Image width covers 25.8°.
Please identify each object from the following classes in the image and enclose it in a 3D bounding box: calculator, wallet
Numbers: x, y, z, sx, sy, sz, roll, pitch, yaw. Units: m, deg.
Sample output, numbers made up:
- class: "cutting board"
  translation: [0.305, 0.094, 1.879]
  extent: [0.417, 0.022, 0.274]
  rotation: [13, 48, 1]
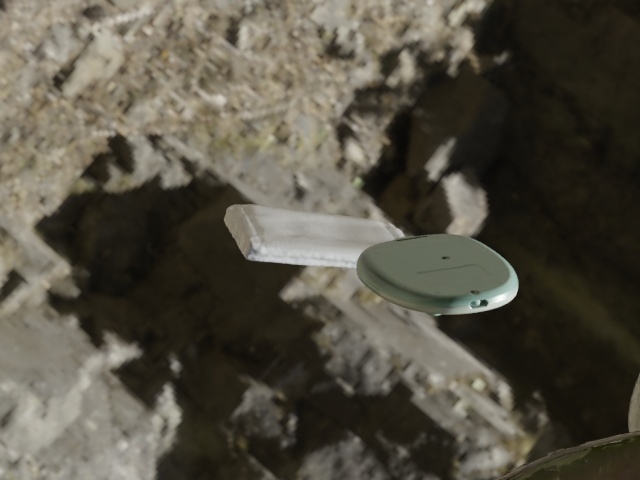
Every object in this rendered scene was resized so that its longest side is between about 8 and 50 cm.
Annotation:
- class: "calculator"
  translation: [0.076, 0.020, 0.940]
  extent: [0.095, 0.153, 0.021]
  rotation: [-8, 110, -15]
- class: "wallet"
  translation: [0.000, 0.000, 1.392]
  extent: [0.183, 0.124, 0.032]
  rotation: [6, 109, -18]

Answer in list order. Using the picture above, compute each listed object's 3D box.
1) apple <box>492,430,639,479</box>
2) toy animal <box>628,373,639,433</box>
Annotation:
- class: "apple"
  translation: [0.163, 0.155, 0.594]
  extent: [0.193, 0.265, 0.120]
  rotation: [58, 34, -57]
- class: "toy animal"
  translation: [0.216, 0.192, 0.851]
  extent: [0.325, 0.154, 0.208]
  rotation: [-74, 152, -53]
